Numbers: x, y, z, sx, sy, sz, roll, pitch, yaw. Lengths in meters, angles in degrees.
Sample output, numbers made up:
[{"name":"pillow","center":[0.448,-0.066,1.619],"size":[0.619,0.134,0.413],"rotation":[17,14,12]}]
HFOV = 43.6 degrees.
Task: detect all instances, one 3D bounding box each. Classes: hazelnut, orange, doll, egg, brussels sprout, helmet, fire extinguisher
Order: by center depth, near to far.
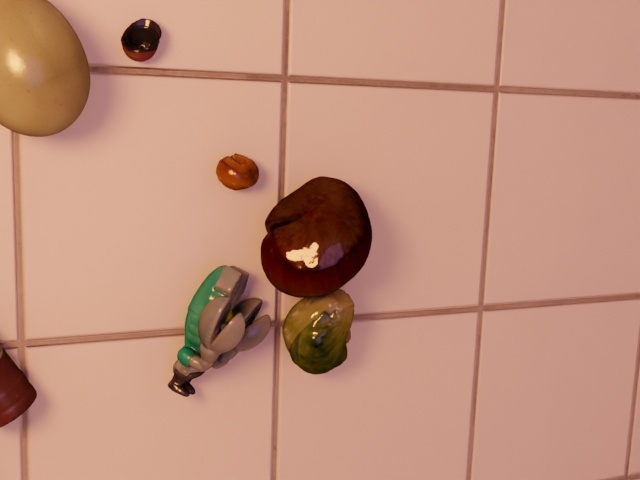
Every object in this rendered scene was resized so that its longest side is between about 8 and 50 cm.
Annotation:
[{"name":"egg","center":[-0.481,-0.294,1.303],"size":[0.188,0.188,0.253],"rotation":[-25,102,-17]},{"name":"fire extinguisher","center":[-0.616,0.163,1.359],"size":[0.102,0.138,0.344],"rotation":[-45,117,-36]},{"name":"helmet","center":[-0.320,-0.352,1.438],"size":[0.065,0.049,0.084],"rotation":[25,59,6]},{"name":"orange","center":[-0.159,-0.127,1.536],"size":[0.086,0.086,0.062],"rotation":[6,120,-24]},{"name":"doll","center":[-0.191,0.177,1.556],"size":[0.153,0.195,0.258],"rotation":[26,119,8]},{"name":"hazelnut","center":[0.000,0.000,1.565],"size":[0.217,0.217,0.251],"rotation":[38,60,-24]},{"name":"brussels sprout","center":[-0.002,0.186,1.624],"size":[0.145,0.131,0.183],"rotation":[-9,122,-15]}]
